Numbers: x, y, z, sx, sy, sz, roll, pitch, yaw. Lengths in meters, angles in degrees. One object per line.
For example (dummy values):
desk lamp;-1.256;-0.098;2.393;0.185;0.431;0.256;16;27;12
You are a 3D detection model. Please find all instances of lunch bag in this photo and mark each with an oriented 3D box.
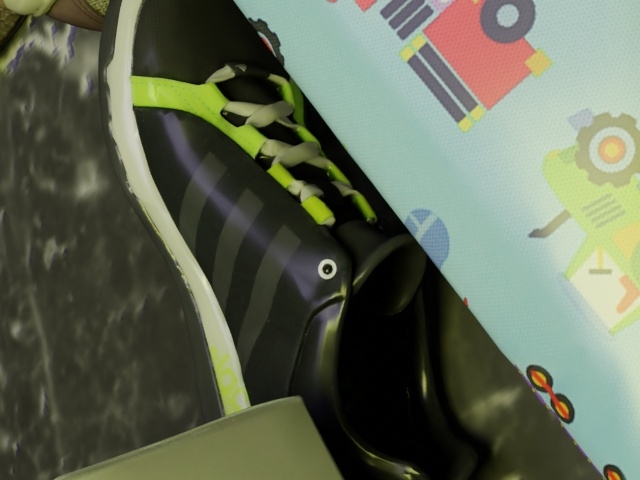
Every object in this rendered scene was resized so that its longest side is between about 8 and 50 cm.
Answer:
lunch bag;0.144;-0.099;0.469;0.293;0.138;0.221;-44;74;27

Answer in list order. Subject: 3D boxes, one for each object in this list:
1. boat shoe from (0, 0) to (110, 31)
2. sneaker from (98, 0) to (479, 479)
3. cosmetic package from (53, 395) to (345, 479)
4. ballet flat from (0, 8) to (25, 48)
boat shoe;-0.030;-0.177;0.698;0.285;0.092;0.103;-49;32;37
sneaker;0.000;0.000;0.680;0.097;0.084;0.234;-24;83;42
cosmetic package;-0.014;0.183;0.599;0.127;0.107;0.238;-47;63;51
ballet flat;-0.183;-0.099;0.878;0.084;0.058;0.250;46;121;35
